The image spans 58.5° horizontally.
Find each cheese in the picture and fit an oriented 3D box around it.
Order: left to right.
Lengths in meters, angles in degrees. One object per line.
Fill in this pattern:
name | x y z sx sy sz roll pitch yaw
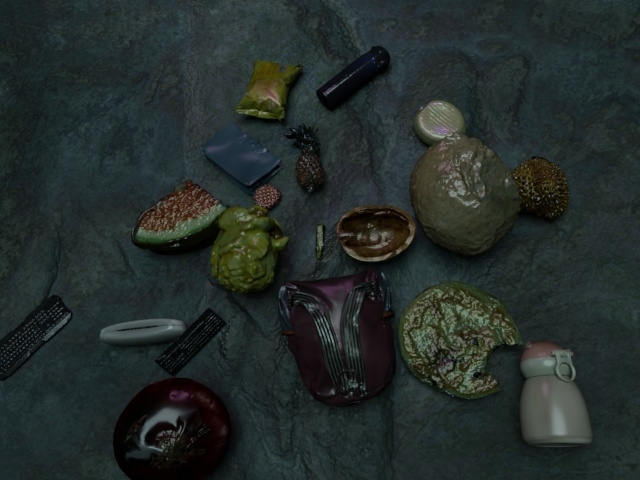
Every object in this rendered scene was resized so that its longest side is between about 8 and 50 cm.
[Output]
cheese | 0.367 -0.302 1.609 0.137 0.064 0.227 -43 67 -4

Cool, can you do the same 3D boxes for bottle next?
bottle | 0.103 -0.493 1.721 0.244 0.072 0.082 -40 59 -7
bottle | 0.519 0.340 1.293 0.148 0.147 0.236 -3 65 8

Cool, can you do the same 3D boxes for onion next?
onion | -0.355 0.454 1.380 0.273 0.285 0.273 -2 100 -15

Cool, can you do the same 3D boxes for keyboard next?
keyboard | -0.824 0.270 1.609 0.262 0.016 0.106 -44 69 -9
keyboard | -0.340 0.268 1.503 0.196 0.074 0.015 -45 35 -10

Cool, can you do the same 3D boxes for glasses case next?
glasses case | -0.469 0.245 1.520 0.234 0.092 0.059 -9 67 7

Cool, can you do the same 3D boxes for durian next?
durian | 0.560 -0.135 1.479 0.158 0.137 0.168 3 77 -11

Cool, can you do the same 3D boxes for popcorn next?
popcorn | -0.188 0.032 1.485 0.195 0.256 0.254 14 113 -2

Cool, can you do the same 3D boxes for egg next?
egg | 0.355 -0.111 1.435 0.279 0.279 0.310 -22 82 0

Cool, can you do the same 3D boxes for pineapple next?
pineapple | -0.043 -0.232 1.639 0.103 0.083 0.221 -10 65 5

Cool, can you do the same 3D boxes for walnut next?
walnut | 0.148 -0.006 1.517 0.211 0.087 0.167 -4 62 6

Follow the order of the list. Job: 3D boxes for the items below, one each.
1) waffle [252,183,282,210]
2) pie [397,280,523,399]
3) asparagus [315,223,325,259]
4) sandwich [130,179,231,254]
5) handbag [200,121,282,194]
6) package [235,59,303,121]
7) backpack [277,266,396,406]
waffle | -0.153 -0.126 1.645 0.075 0.029 0.083 36 75 17
pie | 0.336 0.238 1.404 0.303 0.067 0.302 -3 70 8
asparagus | -0.001 0.000 1.575 0.025 0.021 0.108 1 69 9
sandwich | -0.393 -0.057 1.621 0.292 0.109 0.212 -32 61 -6
handbag | -0.235 -0.247 1.697 0.221 0.057 0.144 38 72 21
package | -0.155 -0.463 1.742 0.168 0.090 0.226 9 68 11
backpack | 0.049 0.236 1.380 0.283 0.197 0.317 -10 69 3
